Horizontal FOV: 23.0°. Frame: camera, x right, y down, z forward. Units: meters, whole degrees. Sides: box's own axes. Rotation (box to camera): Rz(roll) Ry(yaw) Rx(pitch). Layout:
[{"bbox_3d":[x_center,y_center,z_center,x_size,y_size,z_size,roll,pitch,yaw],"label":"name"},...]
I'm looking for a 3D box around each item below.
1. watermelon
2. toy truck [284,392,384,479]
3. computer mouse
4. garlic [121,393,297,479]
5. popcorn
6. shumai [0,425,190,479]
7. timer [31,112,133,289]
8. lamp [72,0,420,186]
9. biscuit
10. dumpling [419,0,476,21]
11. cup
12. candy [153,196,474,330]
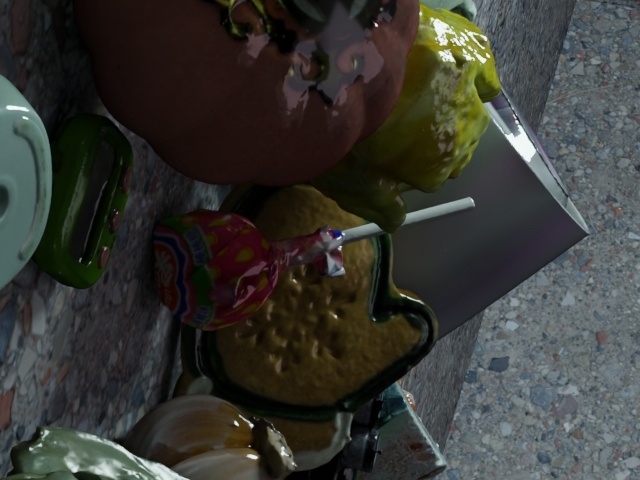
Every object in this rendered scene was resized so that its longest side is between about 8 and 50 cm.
[{"bbox_3d":[0.106,0.265,2.289,0.320,0.214,0.289,-68,-172,-25],"label":"watermelon"},{"bbox_3d":[-0.007,0.288,2.100,0.178,0.177,0.363,-13,115,-84],"label":"toy truck"},{"bbox_3d":[-0.275,-0.011,0.973,0.288,0.097,0.159,-39,142,-50],"label":"computer mouse"},{"bbox_3d":[-0.121,0.263,1.638,0.214,0.191,0.160,82,-13,-55],"label":"garlic"},{"bbox_3d":[0.045,-0.162,1.569,0.276,0.276,0.225,81,25,-54],"label":"popcorn"},{"bbox_3d":[-0.189,0.248,1.240,0.330,0.292,0.288,60,32,-38],"label":"shumai"},{"bbox_3d":[-0.202,-0.034,1.328,0.128,0.047,0.140,58,46,-72],"label":"timer"},{"bbox_3d":[-0.068,-0.192,1.326,0.305,0.240,0.305,2,86,-33],"label":"lamp"},{"bbox_3d":[-0.010,0.091,1.720,0.057,0.287,0.343,-150,-106,-76],"label":"biscuit"},{"bbox_3d":[0.105,-0.373,1.910,0.320,0.212,0.270,99,7,-60],"label":"dumpling"},{"bbox_3d":[0.119,-0.010,1.879,0.371,0.253,0.253,-39,171,11],"label":"cup"},{"bbox_3d":[0.000,0.000,1.639,0.365,0.124,0.124,-15,128,-24],"label":"candy"}]
